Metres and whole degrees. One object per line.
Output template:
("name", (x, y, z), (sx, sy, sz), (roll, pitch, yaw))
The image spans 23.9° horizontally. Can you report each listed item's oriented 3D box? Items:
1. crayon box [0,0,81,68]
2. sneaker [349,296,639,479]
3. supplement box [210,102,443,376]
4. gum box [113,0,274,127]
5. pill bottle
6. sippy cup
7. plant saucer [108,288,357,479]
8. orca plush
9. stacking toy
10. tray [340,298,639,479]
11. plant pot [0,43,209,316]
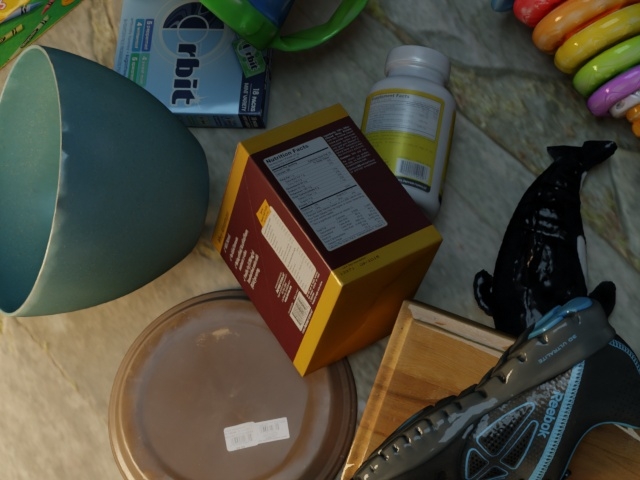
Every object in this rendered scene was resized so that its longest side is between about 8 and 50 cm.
("crayon box", (-0.427, -0.294, 1.839), (0.278, 0.081, 0.165), (-42, 70, -7))
("sneaker", (0.160, 0.203, 1.448), (0.341, 0.125, 0.139), (-37, 89, 15))
("supplement box", (0.000, 0.000, 1.592), (0.129, 0.191, 0.194), (-24, 66, -27))
("gum box", (-0.150, -0.213, 1.790), (0.184, 0.041, 0.157), (1, 70, 9))
("pill bottle", (0.096, -0.119, 1.687), (0.103, 0.103, 0.184), (7, 71, 11))
("sippy cup", (-0.077, -0.366, 1.665), (0.224, 0.305, 0.240), (-47, 61, 5))
("plant saucer", (-0.099, 0.180, 1.642), (0.278, 0.041, 0.278), (-2, 70, 7))
("orca plush", (0.253, 0.012, 1.616), (0.151, 0.102, 0.287), (24, 75, 16))
("stacking toy", (0.332, -0.200, 1.670), (0.175, 0.166, 0.302), (-24, 80, -11))
("tray", (0.245, 0.224, 1.525), (0.411, 0.076, 0.203), (20, 93, 16))
("plant pot", (-0.235, -0.056, 1.647), (0.195, 0.290, 0.290), (5, 67, -27))
